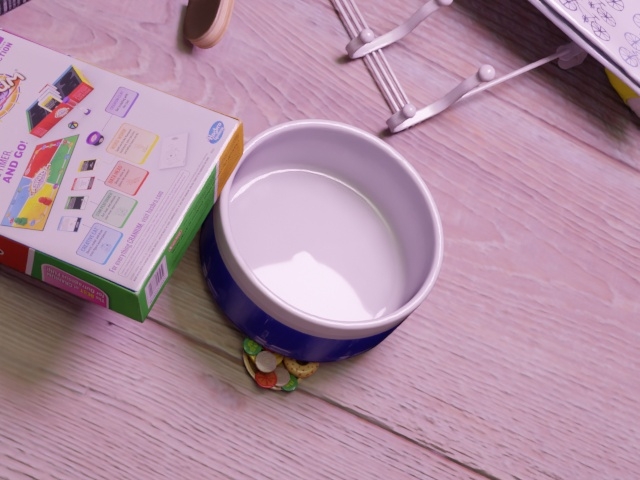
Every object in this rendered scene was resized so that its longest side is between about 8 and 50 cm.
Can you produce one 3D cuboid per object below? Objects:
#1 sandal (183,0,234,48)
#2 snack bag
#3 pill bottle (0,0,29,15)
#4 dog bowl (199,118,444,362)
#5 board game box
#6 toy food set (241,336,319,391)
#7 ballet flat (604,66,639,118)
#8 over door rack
[{"bbox_3d":[-0.099,-0.330,1.890,0.079,0.088,0.240,33,63,-42],"label":"sandal"},{"bbox_3d":[0.367,-0.350,2.022,0.323,0.037,0.342,40,39,-4],"label":"snack bag"},{"bbox_3d":[-0.433,-0.275,1.677,0.245,0.130,0.130,-30,82,-16],"label":"pill bottle"},{"bbox_3d":[0.000,0.000,1.746,0.264,0.104,0.265,9,61,-17],"label":"dog bowl"},{"bbox_3d":[-0.275,-0.078,1.646,0.316,0.064,0.242,22,61,12],"label":"board game box"},{"bbox_3d":[-0.048,0.130,1.735,0.082,0.020,0.083,-35,85,-29],"label":"toy food set"},{"bbox_3d":[0.473,-0.166,2.036,0.231,0.077,0.077,22,77,-14],"label":"ballet flat"},{"bbox_3d":[0.173,-0.298,1.950,0.324,0.108,0.240,-23,79,-28],"label":"over door rack"}]
